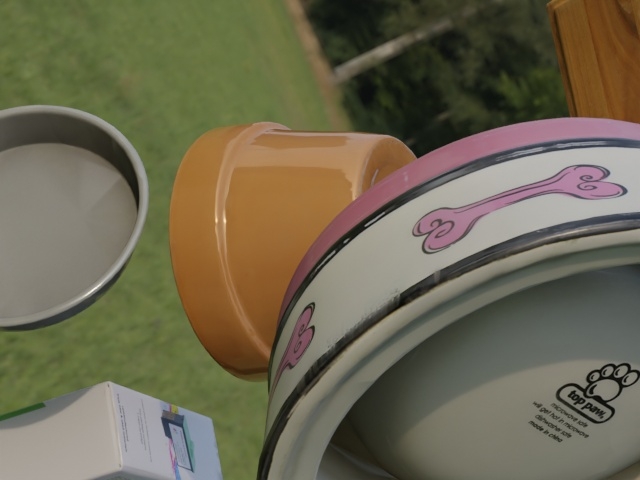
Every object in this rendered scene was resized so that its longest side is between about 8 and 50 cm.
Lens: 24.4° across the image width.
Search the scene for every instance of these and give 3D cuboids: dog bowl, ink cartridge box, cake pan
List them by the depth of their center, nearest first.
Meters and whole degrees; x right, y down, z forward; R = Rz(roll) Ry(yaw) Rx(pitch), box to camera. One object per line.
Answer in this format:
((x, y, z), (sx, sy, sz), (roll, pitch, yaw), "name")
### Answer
((0.147, 0.093, 0.972), (0.150, 0.408, 0.408), (-105, 170, -46), "dog bowl")
((-0.332, -0.021, 1.660), (0.054, 0.293, 0.293), (79, -10, -58), "cake pan")
((-0.277, 0.283, 1.900), (0.278, 0.201, 0.117), (35, 40, -61), "ink cartridge box")

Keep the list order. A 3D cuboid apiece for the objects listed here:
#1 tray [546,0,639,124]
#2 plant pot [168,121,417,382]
((0.410, -0.149, 1.827), (0.076, 0.203, 0.411), (9, 64, -40), "tray")
((0.000, 0.000, 1.609), (0.291, 0.203, 0.291), (25, 60, -55), "plant pot")
